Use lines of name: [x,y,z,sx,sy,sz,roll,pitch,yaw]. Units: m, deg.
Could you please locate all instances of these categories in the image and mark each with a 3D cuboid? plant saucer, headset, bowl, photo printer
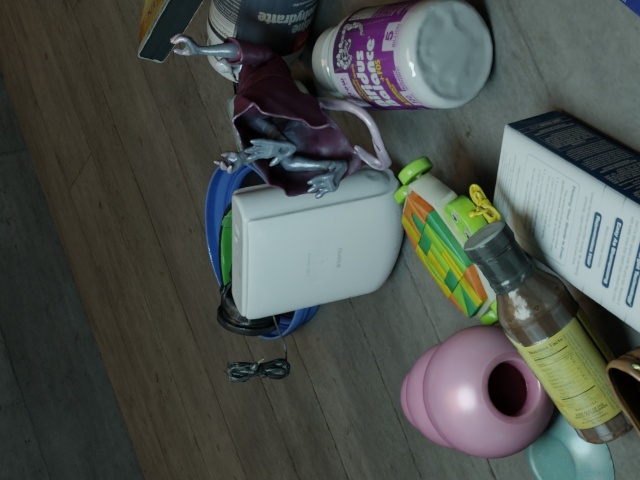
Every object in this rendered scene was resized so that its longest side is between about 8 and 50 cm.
plant saucer: [0.377,0.345,1.788,0.195,0.037,0.195,31,129,49]
headset: [-0.149,0.102,2.243,0.243,0.185,0.394,115,142,-48]
bowl: [-0.120,0.013,2.412,0.391,0.077,0.391,30,127,50]
photo printer: [0.000,0.000,1.981,0.107,0.307,0.256,-119,24,-43]

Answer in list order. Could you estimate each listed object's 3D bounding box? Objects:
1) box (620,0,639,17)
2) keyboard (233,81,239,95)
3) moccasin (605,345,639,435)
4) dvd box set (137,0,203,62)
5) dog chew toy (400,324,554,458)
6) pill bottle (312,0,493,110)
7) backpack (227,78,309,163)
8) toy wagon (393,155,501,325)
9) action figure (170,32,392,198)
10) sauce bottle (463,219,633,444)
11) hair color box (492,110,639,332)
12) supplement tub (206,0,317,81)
box: [0.424,-0.339,1.409,0.225,0.036,0.136,51,141,32]
keyboard: [-0.163,-0.341,2.383,0.100,0.038,0.192,-124,26,-71]
moccasin: [0.501,0.301,1.457,0.380,0.147,0.139,63,147,19]
dvd box set: [-0.279,-0.606,2.253,0.307,0.062,0.420,141,135,-58]
dog chew toy: [0.232,0.247,1.834,0.332,0.206,0.207,-28,79,67]
pill bottle: [0.116,-0.290,1.804,0.301,0.169,0.169,8,110,57]
backpack: [-0.088,-0.225,2.190,0.188,0.144,0.166,-1,101,57]
toy wagon: [0.209,-0.001,1.747,0.267,0.068,0.344,55,173,12]
action figure: [-0.077,-0.245,1.886,0.370,0.275,0.248,-111,1,-49]
sauce bottle: [0.322,0.125,1.593,0.344,0.111,0.111,55,151,-12]
hair color box: [0.388,-0.024,1.537,0.347,0.105,0.174,41,139,43]
supplement tub: [-0.102,-0.437,2.073,0.191,0.191,0.272,54,144,31]
